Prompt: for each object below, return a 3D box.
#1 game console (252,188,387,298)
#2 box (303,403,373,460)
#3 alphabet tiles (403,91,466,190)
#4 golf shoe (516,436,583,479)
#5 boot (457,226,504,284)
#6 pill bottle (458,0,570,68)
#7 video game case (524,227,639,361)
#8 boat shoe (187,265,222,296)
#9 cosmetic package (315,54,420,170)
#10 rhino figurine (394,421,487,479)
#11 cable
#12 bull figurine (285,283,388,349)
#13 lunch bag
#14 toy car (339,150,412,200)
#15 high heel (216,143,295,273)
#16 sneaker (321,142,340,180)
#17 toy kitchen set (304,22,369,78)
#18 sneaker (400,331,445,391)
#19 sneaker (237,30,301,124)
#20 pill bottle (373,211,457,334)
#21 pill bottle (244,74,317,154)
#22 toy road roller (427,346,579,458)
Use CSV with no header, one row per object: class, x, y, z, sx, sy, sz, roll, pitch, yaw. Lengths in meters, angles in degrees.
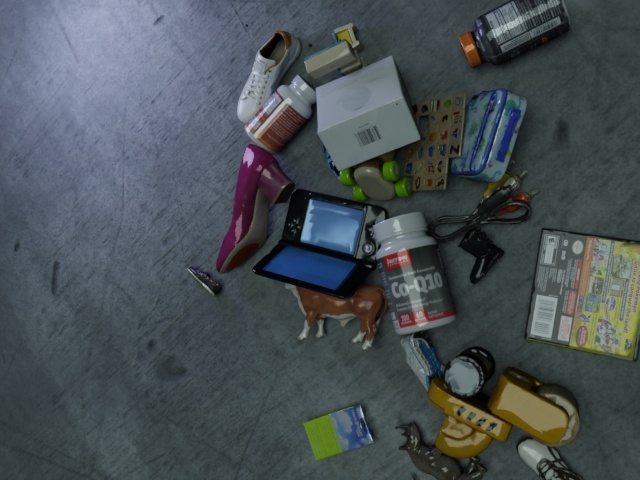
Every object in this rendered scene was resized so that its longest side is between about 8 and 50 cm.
game console,0.000,0.000,1.629,0.293,0.173,0.250,14,93,22
box,0.052,0.516,1.649,0.178,0.042,0.109,-24,79,19
alphabet tiles,0.287,-0.246,1.558,0.198,0.009,0.238,4,89,55
golf shoe,0.544,0.541,1.422,0.198,0.094,0.077,38,102,21
boot,0.386,0.036,1.522,0.099,0.045,0.121,39,101,-3
pill bottle,0.467,-0.516,1.491,0.245,0.130,0.131,-23,79,20
video game case,0.631,0.123,1.441,0.248,0.035,0.275,9,90,23
boat shoe,-0.350,0.117,1.836,0.133,0.049,0.042,36,72,27
cosmetic package,0.116,-0.326,1.556,0.223,0.138,0.225,-19,41,16
rhino figurine,0.289,0.543,1.537,0.243,0.073,0.106,31,96,22
cable,0.413,-0.067,1.544,0.287,0.072,0.139,-38,91,28
bull figurine,0.029,0.179,1.648,0.310,0.101,0.189,6,93,24
lunch bag,0.403,-0.253,1.474,0.090,0.176,0.219,16,94,-16
toy car,0.159,-0.214,1.619,0.155,0.149,0.189,-3,61,33
high heel,-0.224,-0.084,1.743,0.181,0.127,0.377,47,112,21
sneaker,0.044,-0.224,1.684,0.053,0.059,0.144,-34,74,19
toy kitchen set,0.035,-0.510,1.623,0.122,0.207,0.166,-21,79,19
sneaker,0.265,0.325,1.570,0.083,0.071,0.191,-26,86,55
sneaker,-0.172,-0.474,1.753,0.105,0.123,0.290,34,101,18
pill bottle,0.231,0.082,1.535,0.161,0.161,0.284,-17,82,20
pill bottle,-0.102,-0.356,1.717,0.216,0.121,0.121,-45,73,14
toy road roller,0.409,0.410,1.424,0.329,0.202,0.241,24,97,22
